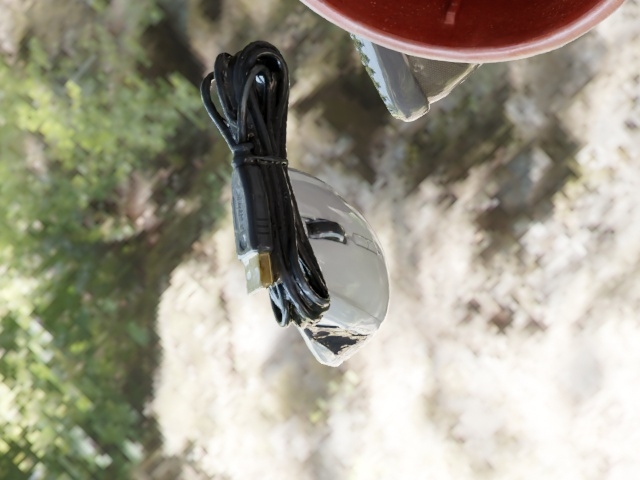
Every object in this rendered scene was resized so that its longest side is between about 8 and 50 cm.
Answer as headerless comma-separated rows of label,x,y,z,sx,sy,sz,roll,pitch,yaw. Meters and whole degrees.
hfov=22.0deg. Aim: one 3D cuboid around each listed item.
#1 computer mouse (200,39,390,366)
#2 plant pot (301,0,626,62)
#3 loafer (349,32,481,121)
computer mouse,0.000,0.000,0.676,0.193,0.042,0.106,55,-160,-71
plant pot,0.101,-0.297,1.009,0.272,0.272,0.265,38,-133,-15
loafer,0.047,-0.270,1.263,0.134,0.130,0.366,-114,-1,-54
